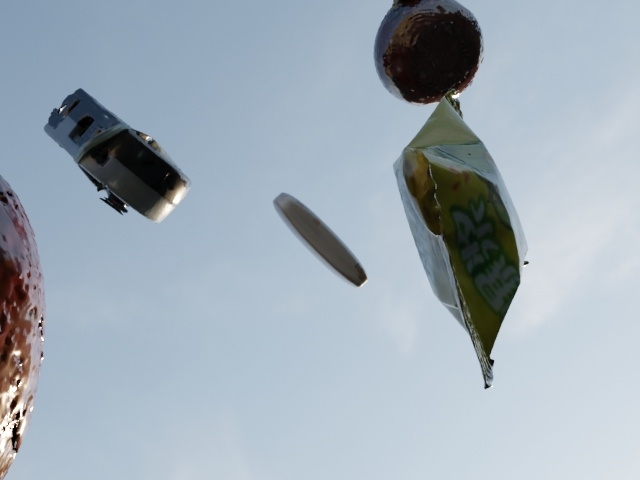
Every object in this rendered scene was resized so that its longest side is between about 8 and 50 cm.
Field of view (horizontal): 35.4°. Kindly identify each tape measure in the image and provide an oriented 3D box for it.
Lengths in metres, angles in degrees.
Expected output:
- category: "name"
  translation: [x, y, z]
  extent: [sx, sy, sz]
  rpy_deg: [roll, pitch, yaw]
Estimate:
- category: "tape measure"
  translation: [-0.268, -0.104, 1.370]
  extent: [0.107, 0.181, 0.182]
  rpy_deg: [-48, -50, -1]

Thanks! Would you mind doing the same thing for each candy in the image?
- category: "candy"
  translation: [0.120, -0.018, 0.828]
  extent: [0.081, 0.297, 0.187]
  rpy_deg: [-20, -80, 18]

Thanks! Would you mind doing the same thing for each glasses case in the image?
- category: "glasses case"
  translation: [0.000, 0.000, 1.320]
  extent: [0.164, 0.063, 0.041]
  rpy_deg: [45, -93, -1]

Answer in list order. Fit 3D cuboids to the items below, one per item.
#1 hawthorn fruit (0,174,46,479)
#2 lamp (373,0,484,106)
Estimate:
- category: "hawthorn fruit"
  translation: [-0.313, 0.057, 0.603]
  extent: [0.316, 0.316, 0.315]
  rpy_deg: [-16, -46, -17]
- category: "lamp"
  translation: [0.146, -0.267, 1.394]
  extent: [0.156, 0.135, 0.157]
  rpy_deg: [20, -78, -22]
